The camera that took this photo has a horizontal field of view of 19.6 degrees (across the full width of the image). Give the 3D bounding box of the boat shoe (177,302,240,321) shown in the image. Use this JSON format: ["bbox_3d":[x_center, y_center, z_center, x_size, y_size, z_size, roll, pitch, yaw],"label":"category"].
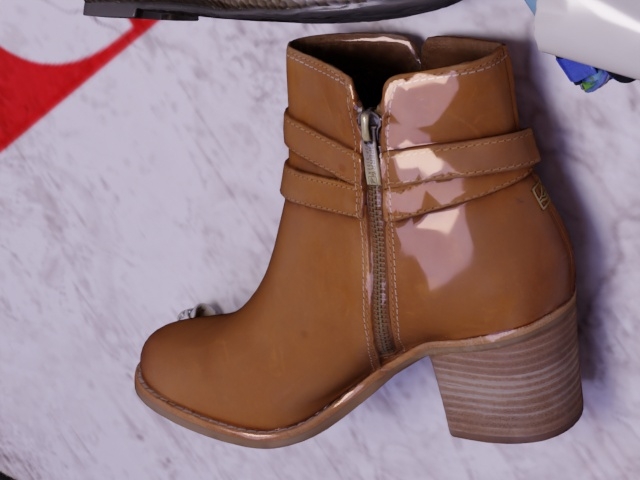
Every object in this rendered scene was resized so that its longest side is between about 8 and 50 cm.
[{"bbox_3d":[-0.073,0.056,1.158,0.100,0.035,0.035,-11,102,39],"label":"boat shoe"}]

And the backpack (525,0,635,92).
[{"bbox_3d":[0.128,-0.170,0.763,0.173,0.158,0.117,53,141,-10],"label":"backpack"}]

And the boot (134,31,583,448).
[{"bbox_3d":[0.000,0.000,1.006,0.283,0.109,0.220,2,118,34],"label":"boot"}]

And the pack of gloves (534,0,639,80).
[{"bbox_3d":[0.155,-0.095,0.458,0.232,0.046,0.195,21,129,28],"label":"pack of gloves"}]

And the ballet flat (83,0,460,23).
[{"bbox_3d":[-0.033,-0.144,0.979,0.250,0.084,0.058,6,96,40],"label":"ballet flat"}]

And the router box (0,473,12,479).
[{"bbox_3d":[-0.203,0.346,1.410,0.243,0.081,0.309,25,130,25],"label":"router box"}]
